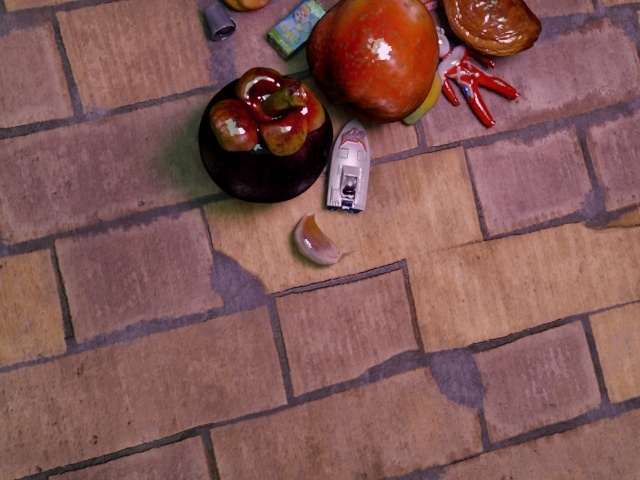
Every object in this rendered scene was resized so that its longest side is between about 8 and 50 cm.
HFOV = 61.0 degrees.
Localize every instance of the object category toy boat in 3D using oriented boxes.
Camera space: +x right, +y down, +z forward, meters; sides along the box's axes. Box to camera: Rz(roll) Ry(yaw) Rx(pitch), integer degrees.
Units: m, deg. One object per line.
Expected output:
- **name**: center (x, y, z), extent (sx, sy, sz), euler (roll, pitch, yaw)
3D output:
- **toy boat**: center (0.091, -0.239, 1.702), extent (0.129, 0.088, 0.295), euler (8, 87, -9)

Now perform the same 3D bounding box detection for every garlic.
- **garlic**: center (0.002, 0.012, 1.680), extent (0.198, 0.090, 0.128), euler (40, 69, -1)

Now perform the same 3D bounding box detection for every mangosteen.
- **mangosteen**: center (-0.145, -0.285, 1.489), extent (0.382, 0.435, 0.382), euler (0, 91, -10)

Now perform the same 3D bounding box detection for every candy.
- **candy**: center (-0.068, -0.667, 1.708), extent (0.194, 0.062, 0.097), euler (-44, 96, -9)

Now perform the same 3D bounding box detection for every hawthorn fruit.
- **hawthorn fruit**: center (0.165, -0.554, 1.575), extent (0.402, 0.403, 0.403), euler (0, 87, -10)

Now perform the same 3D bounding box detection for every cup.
- **cup**: center (-0.303, -0.670, 1.669), extent (0.100, 0.078, 0.077), euler (-22, 86, -44)

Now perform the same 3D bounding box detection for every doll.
- **doll**: center (0.471, -0.552, 1.783), extent (0.384, 0.099, 0.188), euler (44, 88, -10)

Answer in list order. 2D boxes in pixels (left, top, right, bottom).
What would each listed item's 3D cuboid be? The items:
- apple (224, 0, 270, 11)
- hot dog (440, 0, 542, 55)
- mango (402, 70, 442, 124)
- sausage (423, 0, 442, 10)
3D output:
- **apple**: center (-0.223, -0.803, 1.653), extent (0.195, 0.160, 0.173), euler (47, 60, -11)
- **hot dog**: center (0.524, -0.744, 1.723), extent (0.267, 0.174, 0.388), euler (-27, 79, -38)
- **mango**: center (0.315, -0.467, 1.755), extent (0.130, 0.092, 0.195), euler (20, 93, -10)
- **sausage**: center (0.376, -0.784, 1.803), extent (0.129, 0.034, 0.034), euler (-26, 92, -9)
